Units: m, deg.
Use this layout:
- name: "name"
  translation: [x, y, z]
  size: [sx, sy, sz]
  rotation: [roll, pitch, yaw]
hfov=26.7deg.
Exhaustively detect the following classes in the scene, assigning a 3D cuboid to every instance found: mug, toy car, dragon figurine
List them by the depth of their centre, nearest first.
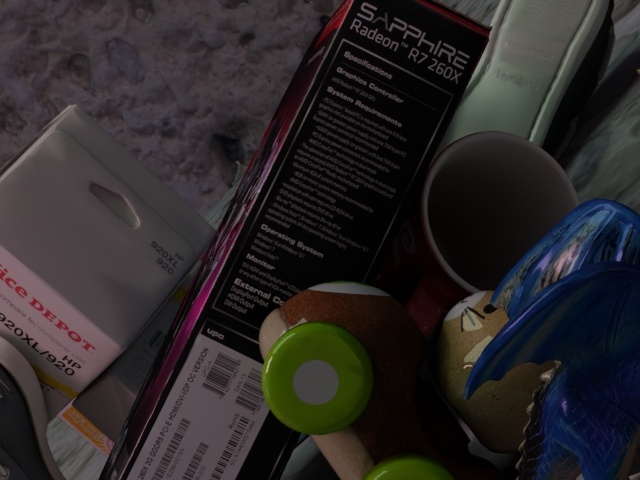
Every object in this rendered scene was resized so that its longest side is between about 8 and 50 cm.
- name: "dragon figurine"
  translation: [0.111, 0.040, 0.536]
  size: [0.289, 0.144, 0.085]
  rotation: [-40, 11, 30]
- name: "toy car"
  translation: [0.079, 0.055, 0.682]
  size: [0.188, 0.149, 0.155]
  rotation: [-34, 0, 1]
- name: "mug"
  translation: [0.070, 0.010, 0.908]
  size: [0.150, 0.113, 0.169]
  rotation: [-21, -5, -24]

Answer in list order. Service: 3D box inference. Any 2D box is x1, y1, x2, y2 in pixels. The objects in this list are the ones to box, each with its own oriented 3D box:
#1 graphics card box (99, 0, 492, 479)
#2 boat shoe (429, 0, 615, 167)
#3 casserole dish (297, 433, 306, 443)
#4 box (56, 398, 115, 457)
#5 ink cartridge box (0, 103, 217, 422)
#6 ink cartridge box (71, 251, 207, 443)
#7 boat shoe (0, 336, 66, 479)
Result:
- name: "graphics card box"
  translation: [-0.029, 0.025, 0.882]
  size: [0.371, 0.094, 0.233]
  rotation: [-65, 7, -3]
- name: "boat shoe"
  translation: [0.149, -0.088, 1.087]
  size: [0.302, 0.114, 0.091]
  rotation: [-54, -31, -6]
- name: "casserole dish"
  translation: [-0.005, 0.109, 1.082]
  size: [0.188, 0.037, 0.114]
  rotation: [-44, 9, 16]
- name: "box"
  translation: [-0.164, 0.140, 1.394]
  size: [0.203, 0.114, 0.103]
  rotation: [-39, 13, 39]
- name: "ink cartridge box"
  translation: [-0.240, 0.037, 1.164]
  size: [0.233, 0.171, 0.168]
  rotation: [-41, 11, 44]
- name: "ink cartridge box"
  translation: [-0.101, 0.102, 1.224]
  size: [0.078, 0.134, 0.231]
  rotation: [-38, 12, 44]
- name: "boat shoe"
  translation: [-0.277, 0.216, 1.143]
  size: [0.099, 0.116, 0.319]
  rotation: [-51, -32, -41]
